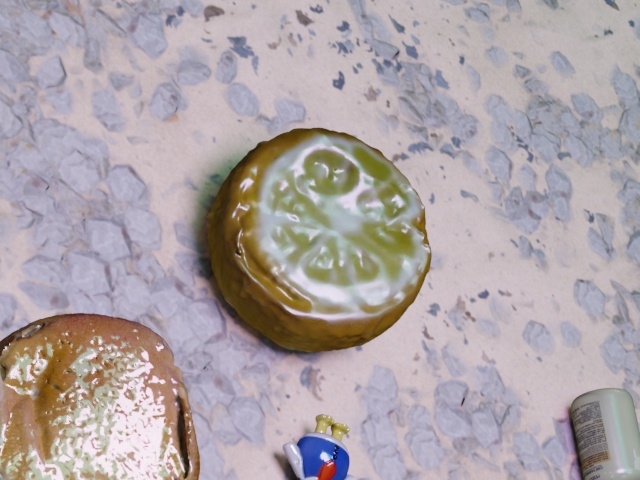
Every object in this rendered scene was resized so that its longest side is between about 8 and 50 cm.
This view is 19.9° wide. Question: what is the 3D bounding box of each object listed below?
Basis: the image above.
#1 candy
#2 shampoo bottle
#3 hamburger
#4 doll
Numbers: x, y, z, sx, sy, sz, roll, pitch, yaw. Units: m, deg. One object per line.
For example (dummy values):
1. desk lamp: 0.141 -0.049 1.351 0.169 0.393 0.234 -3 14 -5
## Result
1. candy: 0.000 0.000 2.055 0.259 0.118 0.260 6 66 -14
2. shampoo bottle: 0.360 0.267 2.247 0.079 0.079 0.162 9 61 -35
3. hamburger: -0.232 0.212 1.719 0.260 0.211 0.245 43 54 -4
4. doll: -0.005 0.259 1.982 0.098 0.057 0.143 33 55 -22
